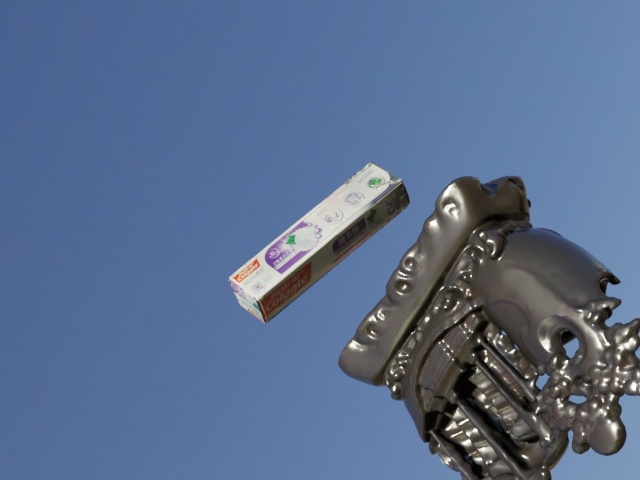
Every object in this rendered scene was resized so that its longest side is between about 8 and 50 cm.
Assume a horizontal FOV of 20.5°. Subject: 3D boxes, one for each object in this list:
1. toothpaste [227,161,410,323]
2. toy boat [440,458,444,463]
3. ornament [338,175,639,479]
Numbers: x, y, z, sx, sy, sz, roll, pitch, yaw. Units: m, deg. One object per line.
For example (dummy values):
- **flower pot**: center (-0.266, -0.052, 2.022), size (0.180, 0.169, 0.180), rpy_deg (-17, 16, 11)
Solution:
- **toothpaste**: center (0.000, 0.000, 1.706), size (0.196, 0.047, 0.040), rpy_deg (-40, -40, -21)
- **toy boat**: center (0.174, 0.241, 2.406), size (0.063, 0.016, 0.115), rpy_deg (-16, -91, -43)
- **ornament**: center (0.155, 0.103, 1.428), size (0.106, 0.260, 0.251), rpy_deg (2, -50, -42)
